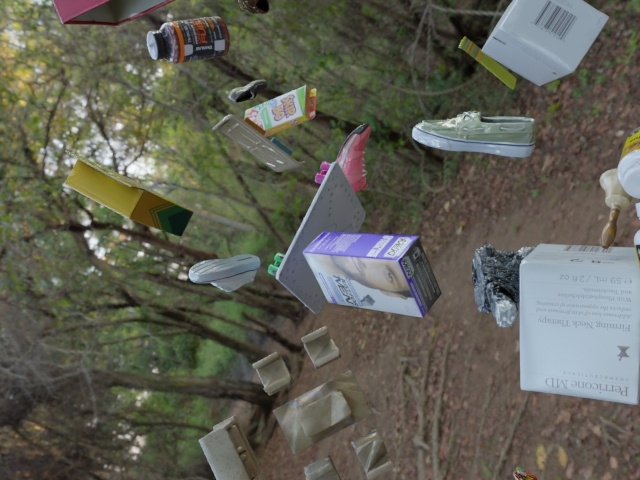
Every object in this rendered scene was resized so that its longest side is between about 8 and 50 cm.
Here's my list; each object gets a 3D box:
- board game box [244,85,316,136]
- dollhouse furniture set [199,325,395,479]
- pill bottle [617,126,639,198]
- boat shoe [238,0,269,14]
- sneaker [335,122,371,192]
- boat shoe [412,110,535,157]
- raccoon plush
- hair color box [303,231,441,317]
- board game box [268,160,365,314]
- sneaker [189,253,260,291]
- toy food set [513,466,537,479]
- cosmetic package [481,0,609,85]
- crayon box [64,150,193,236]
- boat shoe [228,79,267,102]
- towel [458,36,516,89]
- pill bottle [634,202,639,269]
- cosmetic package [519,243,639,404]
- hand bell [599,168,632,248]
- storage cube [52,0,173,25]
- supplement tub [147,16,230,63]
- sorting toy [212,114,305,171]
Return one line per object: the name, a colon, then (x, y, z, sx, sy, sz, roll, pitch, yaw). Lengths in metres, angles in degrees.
board game box: (-0.130, -0.398, 2.018, 0.039, 0.259, 0.124, 44, -140, -49)
dollhouse furniture set: (-0.073, 0.466, 1.605, 0.362, 0.394, 0.256, 63, 174, 9)
pill bottle: (0.773, -0.184, 1.518, 0.215, 0.117, 0.117, -48, -14, -46)
boat shoe: (-0.175, -0.625, 1.596, 0.207, 0.073, 0.073, 4, -73, -81)
sneaker: (0.111, -0.234, 2.126, 0.314, 0.136, 0.116, -63, -3, 12)
boat shoe: (0.383, -0.276, 1.598, 0.109, 0.302, 0.094, -61, -23, -61)
raccoon plush: (0.679, 0.168, 2.104, 0.446, 0.299, 0.216, -90, -4, -58)
hair color box: (0.130, 0.083, 1.684, 0.339, 0.185, 0.110, 2, 38, 45)
board game box: (0.000, 0.000, 2.004, 0.390, 0.050, 0.390, -63, -25, -13)
sneaker: (-0.267, 0.104, 1.828, 0.258, 0.094, 0.091, -9, -67, -51)
toy food set: (0.537, 0.619, 1.657, 0.083, 0.082, 0.020, -25, -42, -79)
cosmetic package: (0.571, -0.537, 1.683, 0.156, 0.217, 0.385, -58, -4, 10)
crayon box: (-0.471, -0.107, 1.564, 0.081, 0.202, 0.318, -63, -17, -2)
boat shoe: (-0.245, -0.514, 2.235, 0.152, 0.049, 0.056, -28, -28, -21)
towel: (0.567, -0.600, 2.175, 0.021, 0.237, 0.102, -49, 5, 39)
pill bottle: (0.893, 0.056, 1.588, 0.188, 0.188, 0.334, 141, 117, -82)
cosmetic package: (0.797, 0.231, 1.931, 0.327, 0.329, 0.394, -19, -72, -60)
hand bell: (0.854, -0.078, 1.860, 0.242, 0.126, 0.126, -64, 0, -27)
storage cube: (-0.351, -0.493, 1.087, 0.183, 0.215, 0.193, -49, -60, -68)
supplement tub: (-0.342, -0.515, 1.655, 0.106, 0.198, 0.106, 37, 137, 45)
sorting toy: (-0.144, -0.229, 1.501, 0.038, 0.208, 0.193, -61, 17, -8)
